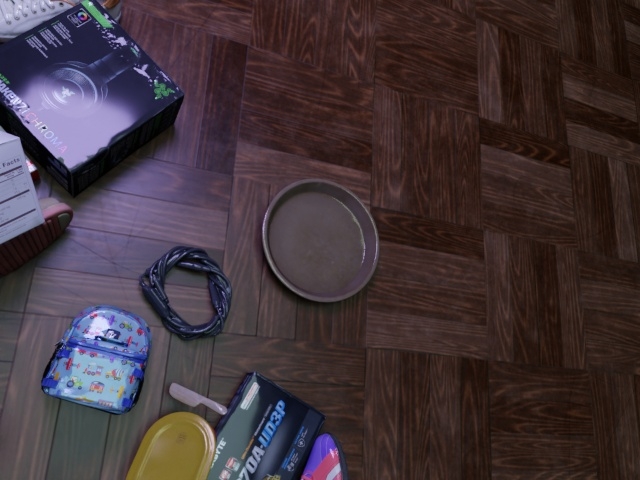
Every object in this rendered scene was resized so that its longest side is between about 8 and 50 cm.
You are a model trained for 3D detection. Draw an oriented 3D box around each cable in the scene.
[{"bbox_3d":[-0.247,0.102,1.006,0.151,0.047,0.184,-39,91,-33],"label":"cable"}]

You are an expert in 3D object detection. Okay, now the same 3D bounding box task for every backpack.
[{"bbox_3d":[-0.365,0.193,0.884,0.158,0.117,0.173,25,64,-17],"label":"backpack"}]

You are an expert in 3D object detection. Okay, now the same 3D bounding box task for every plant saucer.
[{"bbox_3d":[0.000,0.000,1.142,0.278,0.041,0.277,7,72,-23],"label":"plant saucer"}]

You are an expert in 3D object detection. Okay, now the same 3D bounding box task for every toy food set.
[{"bbox_3d":[-0.241,0.373,0.896,0.128,0.071,0.217,15,57,8],"label":"toy food set"}]

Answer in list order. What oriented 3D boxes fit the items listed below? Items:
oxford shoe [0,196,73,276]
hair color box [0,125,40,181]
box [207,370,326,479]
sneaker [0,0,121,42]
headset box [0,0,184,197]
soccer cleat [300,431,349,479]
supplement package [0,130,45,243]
[{"bbox_3d":[-0.602,0.007,0.819,0.397,0.140,0.146,-31,79,-31],"label":"oxford shoe"},{"bbox_3d":[-0.590,-0.158,0.914,0.093,0.053,0.167,-42,94,-27],"label":"hair color box"},{"bbox_3d":[-0.114,0.385,0.977,0.175,0.051,0.220,36,65,-11],"label":"box"},{"bbox_3d":[-0.528,-0.460,0.988,0.290,0.123,0.105,-22,87,-26],"label":"sneaker"},{"bbox_3d":[-0.434,-0.270,0.971,0.246,0.131,0.283,47,62,-6],"label":"headset box"},{"bbox_3d":[-0.022,0.517,0.952,0.117,0.109,0.317,13,74,-22],"label":"soccer cleat"},{"bbox_3d":[-0.581,-0.081,0.745,0.262,0.145,0.204,21,39,23],"label":"supplement package"}]
